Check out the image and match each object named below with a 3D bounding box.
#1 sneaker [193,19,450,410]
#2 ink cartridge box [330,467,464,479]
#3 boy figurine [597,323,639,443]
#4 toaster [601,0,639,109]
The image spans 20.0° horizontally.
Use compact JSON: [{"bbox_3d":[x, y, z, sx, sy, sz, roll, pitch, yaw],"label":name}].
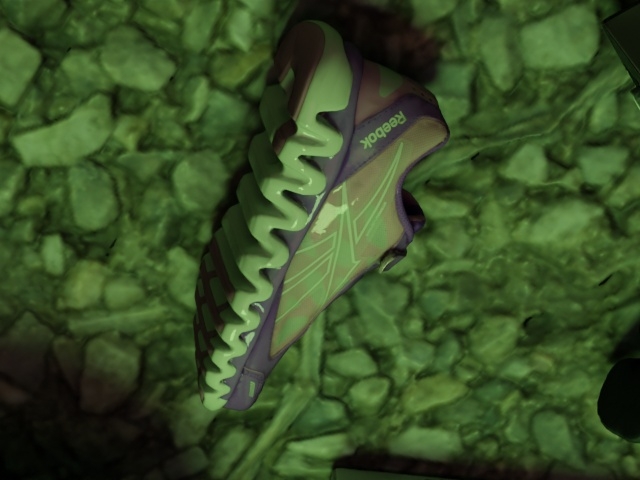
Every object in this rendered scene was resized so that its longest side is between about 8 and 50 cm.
[{"bbox_3d":[0.000,0.000,0.996,0.104,0.095,0.236,13,117,-20],"label":"sneaker"},{"bbox_3d":[0.157,0.241,1.156,0.332,0.065,0.165,6,118,-8],"label":"ink cartridge box"},{"bbox_3d":[0.305,0.132,1.082,0.285,0.092,0.177,28,97,-15],"label":"boy figurine"},{"bbox_3d":[0.266,-0.076,0.952,0.185,0.110,0.168,-28,122,12],"label":"toaster"}]
